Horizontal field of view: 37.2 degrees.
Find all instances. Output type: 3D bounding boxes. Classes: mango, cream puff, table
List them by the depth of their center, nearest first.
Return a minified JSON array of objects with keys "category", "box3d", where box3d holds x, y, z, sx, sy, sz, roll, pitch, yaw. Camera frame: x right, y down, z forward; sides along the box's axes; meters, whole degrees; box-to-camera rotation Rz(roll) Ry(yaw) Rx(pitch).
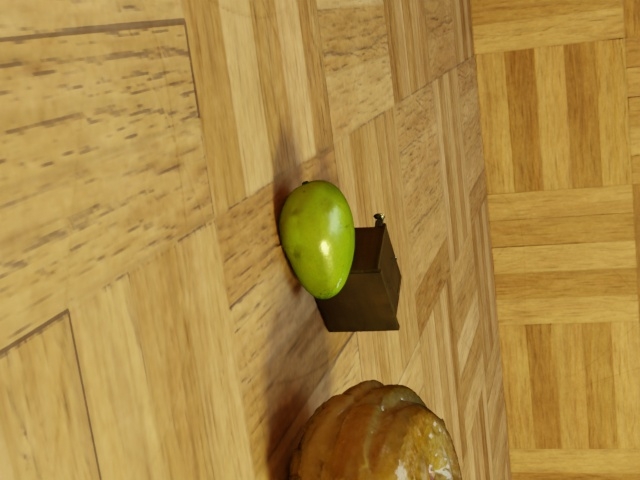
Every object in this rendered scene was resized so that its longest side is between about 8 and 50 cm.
[{"category":"cream puff","box3d":[0.041,0.206,0.776,0.189,0.129,0.189,-9,90,-66]},{"category":"mango","box3d":[0.000,0.000,0.805,0.073,0.056,0.108,-47,137,-56]},{"category":"table","box3d":[0.036,0.028,0.895,0.083,0.070,0.082,69,24,-44]}]
